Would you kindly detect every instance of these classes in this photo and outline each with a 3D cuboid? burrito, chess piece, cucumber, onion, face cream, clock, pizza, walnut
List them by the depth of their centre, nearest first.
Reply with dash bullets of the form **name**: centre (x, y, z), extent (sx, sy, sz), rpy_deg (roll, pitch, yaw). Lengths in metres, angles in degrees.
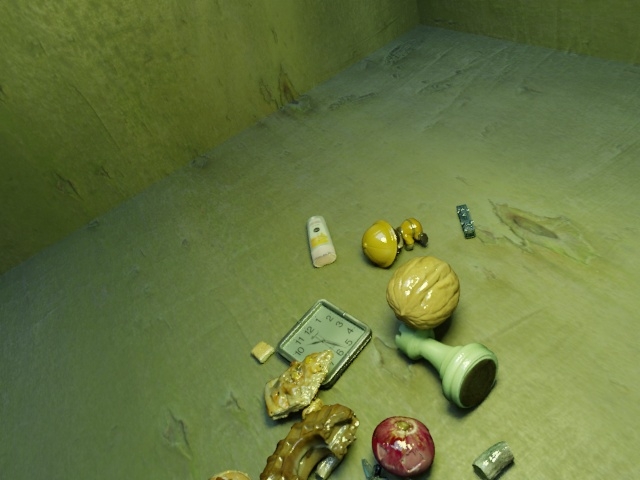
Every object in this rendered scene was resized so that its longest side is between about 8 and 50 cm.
- **cucumber**: centre (0.466, 0.588, 1.218), extent (0.112, 0.064, 0.064), rpy_deg (-32, 42, -13)
- **onion**: centre (0.228, 0.573, 1.266), extent (0.177, 0.153, 0.177), rpy_deg (16, 30, -10)
- **burrito**: centre (0.040, 0.644, 1.359), extent (0.055, 0.041, 0.149), rpy_deg (29, 58, 24)
- **chess piece**: centre (0.374, 0.360, 1.417), extent (0.194, 0.195, 0.299), rpy_deg (-39, 35, -17)
- **walnut**: centre (0.327, 0.166, 1.450), extent (0.225, 0.225, 0.261), rpy_deg (20, 42, 38)
- **pizza**: centre (-0.074, 0.466, 1.498), extent (0.297, 0.071, 0.189), rpy_deg (-35, 27, 16)
- **clock**: centre (0.014, 0.368, 1.651), extent (0.279, 0.049, 0.273), rpy_deg (26, 61, 41)
- **face cream**: centre (0.000, 0.000, 2.024), extent (0.107, 0.073, 0.269), rpy_deg (-24, 42, 11)

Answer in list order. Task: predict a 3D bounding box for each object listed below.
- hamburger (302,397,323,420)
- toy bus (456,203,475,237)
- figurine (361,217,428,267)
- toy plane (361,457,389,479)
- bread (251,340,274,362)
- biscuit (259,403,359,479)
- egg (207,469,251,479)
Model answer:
- **hamburger**: centre (-0.025, 0.549, 1.461), extent (0.044, 0.076, 0.083), rpy_deg (7, 36, 31)
- **toy bus**: centre (0.591, -0.079, 1.849), extent (0.047, 0.065, 0.166), rpy_deg (-12, 41, 12)
- **figurine**: centre (0.287, -0.009, 1.838), extent (0.256, 0.167, 0.192), rpy_deg (-29, 28, -10)
- **toy plane**: centre (0.171, 0.672, 1.233), extent (0.169, 0.078, 0.246), rpy_deg (11, 18, -23)
- **bread**: centre (-0.220, 0.420, 1.714), extent (0.083, 0.035, 0.070), rpy_deg (19, 55, 45)
- **biscuit**: centre (-0.044, 0.628, 1.282), extent (0.268, 0.115, 0.366), rpy_deg (-27, 15, 39)
- **egg**: centre (-0.274, 0.763, 1.265), extent (0.195, 0.195, 0.233), rpy_deg (26, 59, 40)
